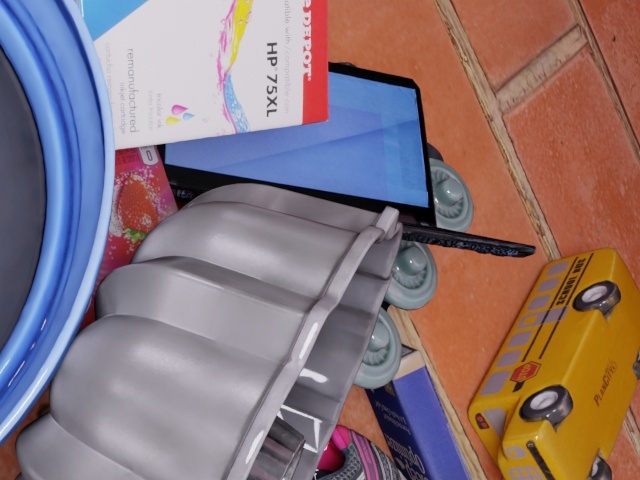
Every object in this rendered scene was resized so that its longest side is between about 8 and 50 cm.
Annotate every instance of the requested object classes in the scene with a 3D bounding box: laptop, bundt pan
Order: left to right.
[{"bbox_3d":[-0.073,0.111,0.677,0.124,0.331,0.331,24,46,9],"label":"bundt pan"},{"bbox_3d":[0.007,-0.079,0.883,0.234,0.264,0.136,8,92,-18],"label":"laptop"}]

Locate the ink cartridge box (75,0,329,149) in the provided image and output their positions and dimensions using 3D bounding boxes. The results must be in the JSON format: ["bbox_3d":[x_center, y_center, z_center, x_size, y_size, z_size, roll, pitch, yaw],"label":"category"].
[{"bbox_3d":[-0.070,-0.139,0.769,0.231,0.078,0.134,-13,109,-37],"label":"ink cartridge box"}]

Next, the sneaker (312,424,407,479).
[{"bbox_3d":[-0.019,0.262,0.903,0.112,0.121,0.299,49,35,-6],"label":"sneaker"}]

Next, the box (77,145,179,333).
[{"bbox_3d":[-0.212,0.020,0.737,0.257,0.128,0.122,-19,91,-52],"label":"box"}]

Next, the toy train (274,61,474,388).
[{"bbox_3d":[0.000,0.000,1.004,0.190,0.142,0.334,43,49,-14],"label":"toy train"}]

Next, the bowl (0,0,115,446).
[{"bbox_3d":[-0.294,-0.031,0.553,0.391,0.077,0.391,4,73,-13],"label":"bowl"}]

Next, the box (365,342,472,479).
[{"bbox_3d":[0.095,0.196,1.044,0.036,0.136,0.225,-25,97,-11],"label":"box"}]

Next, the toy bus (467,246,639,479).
[{"bbox_3d":[0.256,0.141,1.249,0.108,0.130,0.332,59,41,-19],"label":"toy bus"}]
